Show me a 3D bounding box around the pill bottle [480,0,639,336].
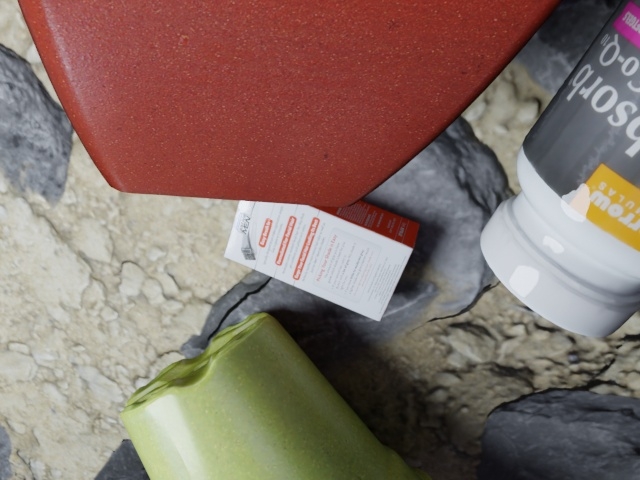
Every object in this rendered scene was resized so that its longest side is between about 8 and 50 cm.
[{"bbox_3d":[0.243,-0.072,0.476,0.162,0.162,0.279,29,121,0],"label":"pill bottle"}]

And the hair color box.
[{"bbox_3d":[0.000,0.000,0.651,0.167,0.053,0.093,22,123,3],"label":"hair color box"}]

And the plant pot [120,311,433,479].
[{"bbox_3d":[-0.060,0.223,0.690,0.276,0.276,0.254,-30,93,28],"label":"plant pot"}]

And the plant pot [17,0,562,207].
[{"bbox_3d":[-0.041,-0.168,0.432,0.267,0.268,0.236,3,142,-15],"label":"plant pot"}]
